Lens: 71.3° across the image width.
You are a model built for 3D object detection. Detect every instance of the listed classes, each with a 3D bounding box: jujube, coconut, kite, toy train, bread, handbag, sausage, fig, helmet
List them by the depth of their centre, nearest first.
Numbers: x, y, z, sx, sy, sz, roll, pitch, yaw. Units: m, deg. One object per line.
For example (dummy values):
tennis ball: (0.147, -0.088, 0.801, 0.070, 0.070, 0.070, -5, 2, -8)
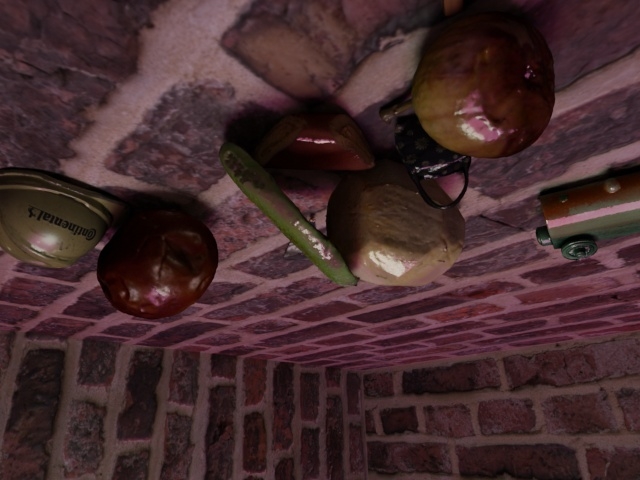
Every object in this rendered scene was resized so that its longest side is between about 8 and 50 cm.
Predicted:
sausage: (0.129, -0.269, 0.436, 0.026, 0.026, 0.116, -7, 156, 14)
fig: (0.151, -0.168, 0.534, 0.230, 0.143, 0.160, -9, 125, 35)
bread: (-0.005, -0.147, 0.657, 0.192, 0.067, 0.119, 2, 165, -3)
handbag: (0.174, -0.110, 0.660, 0.115, 0.139, 0.072, -8, 164, 14)
bread: (-0.051, -0.031, 0.703, 0.045, 0.301, 0.301, -43, 151, -3)
coconut: (0.133, -0.021, 0.778, 0.236, 0.237, 0.197, 14, 117, -31)
toy train: (0.557, -0.058, 0.848, 0.285, 0.116, 0.177, -14, 141, 29)
helmet: (-0.504, -0.017, 0.848, 0.257, 0.137, 0.204, 19, 150, -38)
jujube: (-0.344, 0.050, 0.922, 0.223, 0.223, 0.318, 17, 160, -35)
kite: (0.000, -0.002, 1.061, 0.169, 0.015, 0.310, 1, 159, -6)
